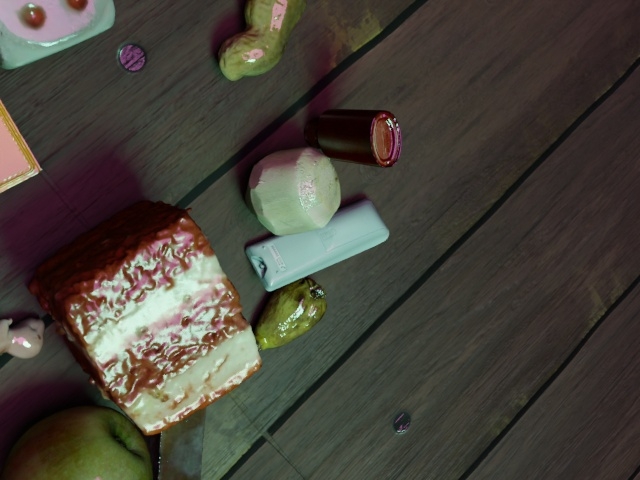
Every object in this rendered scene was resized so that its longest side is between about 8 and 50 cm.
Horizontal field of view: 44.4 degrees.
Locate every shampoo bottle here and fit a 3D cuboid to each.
[{"bbox_3d":[0.053,-0.195,1.468,0.064,0.260,0.102,-16,106,-26],"label":"shampoo bottle"}]

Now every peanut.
[{"bbox_3d":[-0.103,-0.388,1.442,0.103,0.098,0.230,26,83,11],"label":"peanut"}]

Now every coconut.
[{"bbox_3d":[-0.060,-0.095,1.488,0.171,0.182,0.171,22,65,-61],"label":"coconut"}]

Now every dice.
[{"bbox_3d":[-0.440,-0.381,1.194,0.191,0.194,0.193,-32,111,-20],"label":"dice"}]

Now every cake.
[{"bbox_3d":[-0.291,0.131,1.326,0.270,0.269,0.320,-34,113,-20],"label":"cake"}]

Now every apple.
[{"bbox_3d":[-0.400,0.410,1.319,0.234,0.257,0.257,-40,117,1],"label":"apple"}]

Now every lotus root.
[{"bbox_3d":[-0.072,0.153,1.565,0.190,0.094,0.108,-43,88,-6],"label":"lotus root"}]

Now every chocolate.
[{"bbox_3d":[-0.287,0.443,1.489,0.111,0.112,0.321,-1,98,-39],"label":"chocolate"}]

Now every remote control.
[{"bbox_3d":[-0.001,0.001,1.573,0.293,0.051,0.103,-24,73,-22],"label":"remote control"}]

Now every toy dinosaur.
[{"bbox_3d":[-0.562,0.175,1.277,0.177,0.152,0.194,46,35,-28],"label":"toy dinosaur"}]

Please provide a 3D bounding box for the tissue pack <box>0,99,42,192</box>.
[{"bbox_3d":[-0.558,-0.199,1.163,0.145,0.194,0.275,-31,112,-17],"label":"tissue pack"}]
